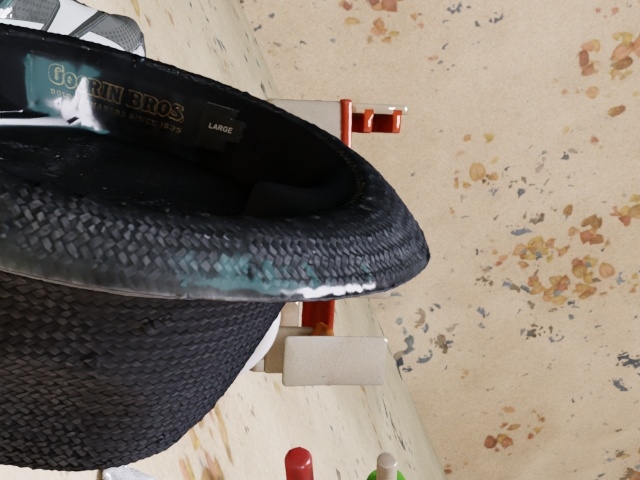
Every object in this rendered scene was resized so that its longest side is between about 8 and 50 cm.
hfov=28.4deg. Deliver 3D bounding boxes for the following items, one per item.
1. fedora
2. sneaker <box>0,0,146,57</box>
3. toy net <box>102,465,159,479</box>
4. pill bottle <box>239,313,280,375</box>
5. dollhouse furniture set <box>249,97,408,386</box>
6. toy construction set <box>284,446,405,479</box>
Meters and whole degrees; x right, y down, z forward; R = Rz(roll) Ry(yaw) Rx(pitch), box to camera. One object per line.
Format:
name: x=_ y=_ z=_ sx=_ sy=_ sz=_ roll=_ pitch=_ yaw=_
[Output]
fedora: x=-0.118 y=0.009 z=0.574 sx=0.334 sy=0.334 sz=0.153 roll=-88 pitch=-163 yaw=-73
sneaker: x=-0.176 y=-0.131 z=0.746 sx=0.234 sy=0.078 sz=0.106 roll=-33 pitch=121 yaw=-61
toy net: x=-0.092 y=0.238 z=0.790 sx=0.122 sy=0.045 sz=0.232 roll=62 pitch=10 yaw=-49
pill bottle: x=-0.103 y=0.002 z=1.031 sx=0.229 sy=0.131 sz=0.131 roll=-99 pitch=167 yaw=-58
dollhouse furniture set: x=0.000 y=0.000 z=1.164 sx=0.262 sy=0.135 sz=0.259 roll=-162 pitch=-105 yaw=-71
toy construction set: x=0.047 y=0.350 z=1.036 sx=0.237 sy=0.257 sz=0.309 roll=88 pitch=-17 yaw=-47
